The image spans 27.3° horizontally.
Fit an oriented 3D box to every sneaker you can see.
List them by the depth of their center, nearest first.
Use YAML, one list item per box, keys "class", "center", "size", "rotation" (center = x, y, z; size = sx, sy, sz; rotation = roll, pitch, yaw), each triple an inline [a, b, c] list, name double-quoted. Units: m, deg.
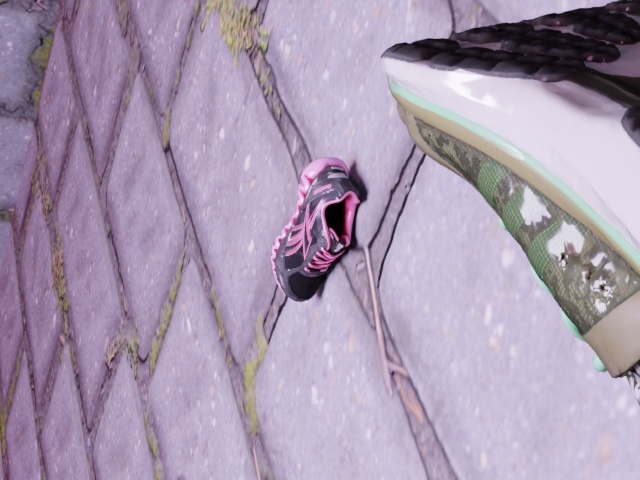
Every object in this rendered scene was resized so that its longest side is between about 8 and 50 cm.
- class: "sneaker"
  center: [0.131, 0.009, 0.551]
  size: [0.410, 0.158, 0.182]
  rotation: [-126, 29, -66]
- class: "sneaker"
  center: [0.000, 0.000, 0.985]
  size: [0.057, 0.047, 0.119]
  rotation: [48, 130, 47]
